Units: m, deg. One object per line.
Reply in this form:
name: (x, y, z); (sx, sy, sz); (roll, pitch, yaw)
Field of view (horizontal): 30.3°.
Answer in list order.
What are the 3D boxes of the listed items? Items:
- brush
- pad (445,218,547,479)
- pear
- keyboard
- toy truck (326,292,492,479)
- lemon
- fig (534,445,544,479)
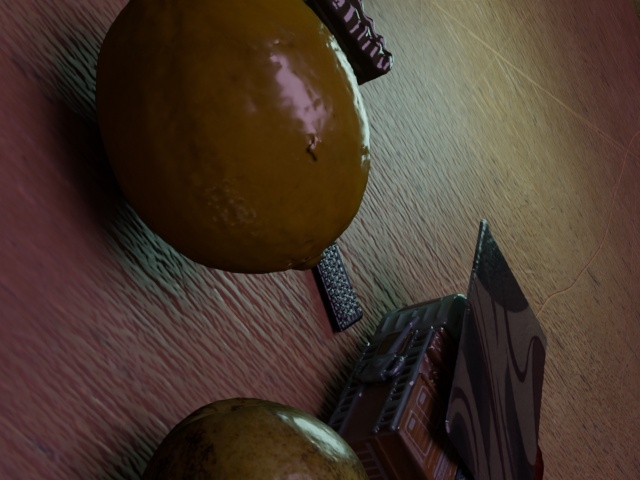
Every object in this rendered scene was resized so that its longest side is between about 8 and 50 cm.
brush: (-0.018, -0.317, 1.423); (0.301, 0.084, 0.071); (57, 27, -16)
pad: (0.206, 0.156, 1.333); (0.220, 0.004, 0.330); (57, 32, -32)
pear: (-0.058, 0.212, 0.927); (0.197, 0.197, 0.197); (37, 44, -47)
keyboard: (0.000, 0.000, 1.329); (0.061, 0.013, 0.205); (-26, 98, -62)
toy truck: (0.104, 0.179, 1.289); (0.162, 0.136, 0.305); (62, 30, -20)
lemon: (-0.074, -0.101, 1.025); (0.236, 0.235, 0.263); (-1, 86, -61)
fig: (0.215, 0.286, 1.441); (0.150, 0.128, 0.128); (55, 33, -28)
